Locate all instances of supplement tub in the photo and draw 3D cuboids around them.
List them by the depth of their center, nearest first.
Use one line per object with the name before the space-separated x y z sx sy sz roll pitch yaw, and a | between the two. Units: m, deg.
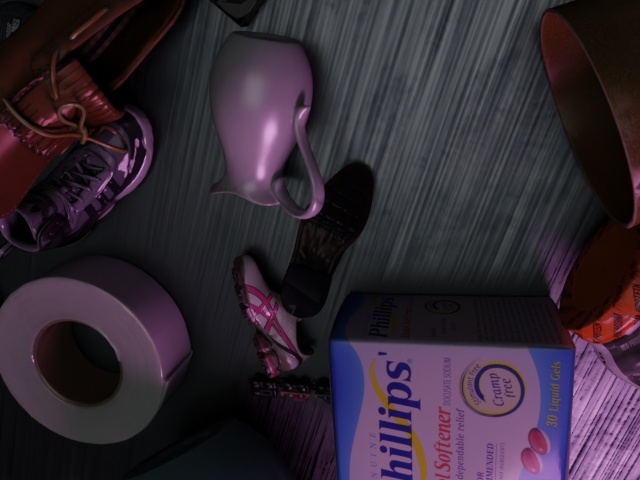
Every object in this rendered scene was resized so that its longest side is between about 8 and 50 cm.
supplement tub | 0.465 0.108 0.638 0.338 0.207 0.207 27 111 3

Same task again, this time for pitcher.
pitcher | -0.057 -0.140 0.704 0.178 0.125 0.207 23 118 30

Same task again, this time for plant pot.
plant pot | 0.382 -0.167 0.554 0.254 0.237 0.237 -22 102 16
plant pot | -0.159 0.409 0.840 0.293 0.293 0.235 -28 84 19

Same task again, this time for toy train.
toy train | -0.034 0.232 0.881 0.158 0.027 0.036 1 111 12

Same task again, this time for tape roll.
tape roll | -0.352 0.171 0.891 0.286 0.100 0.286 3 108 11

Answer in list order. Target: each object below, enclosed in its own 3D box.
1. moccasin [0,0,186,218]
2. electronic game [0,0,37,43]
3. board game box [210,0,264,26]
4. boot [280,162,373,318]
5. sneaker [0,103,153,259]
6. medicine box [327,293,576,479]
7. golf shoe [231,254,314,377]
moccasin | -0.294 -0.185 0.691 0.147 0.139 0.380 32 78 9
electronic game | -0.414 -0.281 0.786 0.229 0.048 0.229 3 108 11
board game box | -0.070 -0.406 0.682 0.136 0.030 0.259 42 111 -1
boot | 0.000 0.000 0.776 0.082 0.106 0.219 28 80 -7
sneaker | -0.341 -0.070 0.782 0.101 0.153 0.268 44 111 -4
medicine box | 0.169 0.221 0.769 0.289 0.149 0.263 -1 107 11
golf shoe | -0.072 0.102 0.836 0.086 0.067 0.186 -22 101 -12
